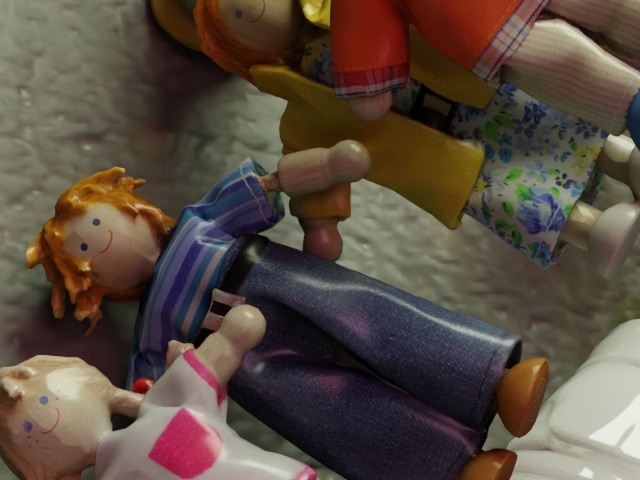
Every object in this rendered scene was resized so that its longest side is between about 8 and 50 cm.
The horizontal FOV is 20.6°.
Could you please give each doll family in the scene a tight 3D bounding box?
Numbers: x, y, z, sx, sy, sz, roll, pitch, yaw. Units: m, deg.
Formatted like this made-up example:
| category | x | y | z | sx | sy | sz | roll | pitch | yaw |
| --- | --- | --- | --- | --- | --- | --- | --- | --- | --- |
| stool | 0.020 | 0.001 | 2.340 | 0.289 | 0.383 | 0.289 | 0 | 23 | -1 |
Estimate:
| category | x | y | z | sx | sy | sz | roll | pitch | yaw |
| --- | --- | --- | --- | --- | --- | --- | --- | --- | --- |
| doll family | 0.000 | 0.000 | 0.532 | 0.163 | 0.118 | 0.263 | 27 | 88 | 15 |

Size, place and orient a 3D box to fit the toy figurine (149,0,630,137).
| category | x | y | z | sx | sy | sz | roll | pitch | yaw |
| --- | --- | --- | --- | --- | --- | --- | --- | --- | --- |
| toy figurine | 0.052 | -0.150 | 0.649 | 0.209 | 0.148 | 0.213 | 12 | 61 | -13 |

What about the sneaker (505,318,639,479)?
| category | x | y | z | sx | sy | sz | roll | pitch | yaw |
| --- | --- | --- | --- | --- | --- | --- | --- | --- | --- |
| sneaker | 0.149 | 0.176 | 0.539 | 0.292 | 0.108 | 0.169 | 43 | 54 | 13 |
